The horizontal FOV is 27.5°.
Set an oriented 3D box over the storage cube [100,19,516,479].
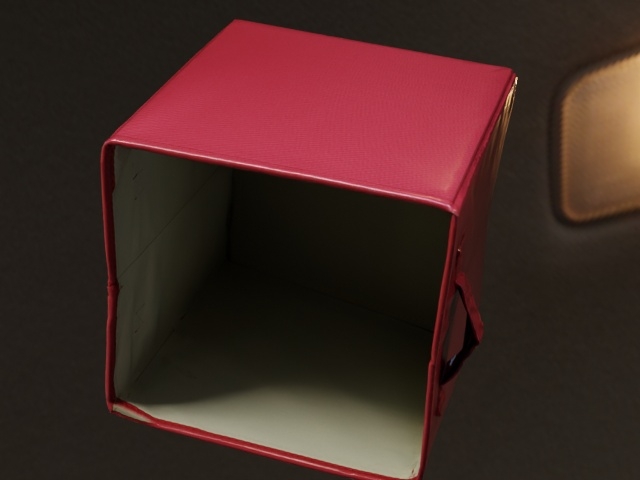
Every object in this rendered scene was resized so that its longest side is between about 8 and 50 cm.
[{"bbox_3d":[0.000,0.000,0.767,0.215,0.193,0.183,11,-59,12],"label":"storage cube"}]
